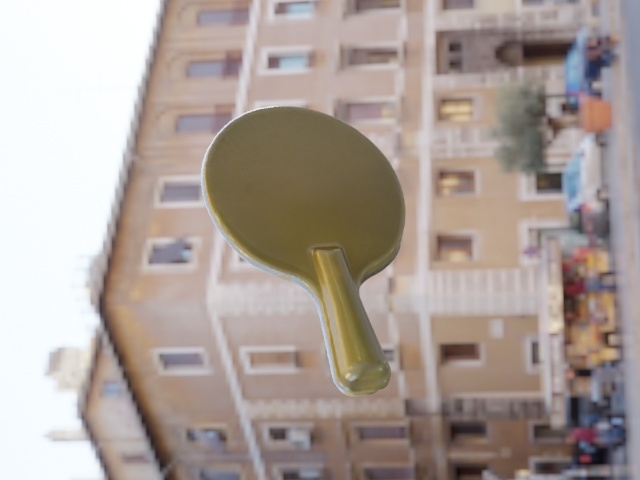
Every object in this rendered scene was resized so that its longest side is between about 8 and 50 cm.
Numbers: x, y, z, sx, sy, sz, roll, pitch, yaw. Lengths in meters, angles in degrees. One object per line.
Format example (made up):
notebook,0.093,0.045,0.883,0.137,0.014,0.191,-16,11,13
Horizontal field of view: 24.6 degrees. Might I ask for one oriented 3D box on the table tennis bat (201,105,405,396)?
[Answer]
table tennis bat,0.000,0.000,1.360,0.050,0.198,0.321,118,143,-49
